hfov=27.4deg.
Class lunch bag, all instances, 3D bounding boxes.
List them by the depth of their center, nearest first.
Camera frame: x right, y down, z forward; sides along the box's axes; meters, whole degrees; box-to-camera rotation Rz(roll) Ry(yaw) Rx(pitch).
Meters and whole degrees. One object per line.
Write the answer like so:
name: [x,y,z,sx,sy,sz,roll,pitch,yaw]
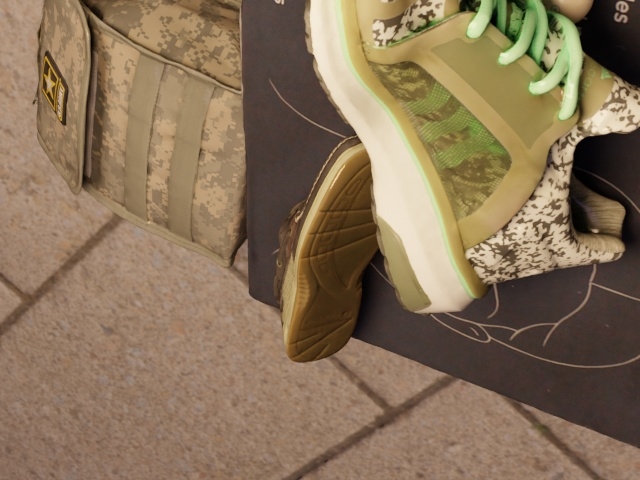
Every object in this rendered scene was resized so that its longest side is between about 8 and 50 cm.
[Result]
lunch bag: [-0.171,-0.146,1.323,0.287,0.169,0.235,26,134,12]

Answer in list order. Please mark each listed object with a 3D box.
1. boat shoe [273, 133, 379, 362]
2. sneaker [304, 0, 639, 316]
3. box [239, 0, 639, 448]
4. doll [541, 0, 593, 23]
boat shoe: [0.001,0.000,1.029,0.073,0.080,0.224,55,146,37]
sneaker: [0.108,-0.111,0.812,0.182,0.158,0.410,-4,142,16]
box: [0.207,-0.131,1.042,0.471,0.297,0.480,21,131,25]
doll: [0.095,-0.202,0.835,0.189,0.046,0.129,38,145,4]
